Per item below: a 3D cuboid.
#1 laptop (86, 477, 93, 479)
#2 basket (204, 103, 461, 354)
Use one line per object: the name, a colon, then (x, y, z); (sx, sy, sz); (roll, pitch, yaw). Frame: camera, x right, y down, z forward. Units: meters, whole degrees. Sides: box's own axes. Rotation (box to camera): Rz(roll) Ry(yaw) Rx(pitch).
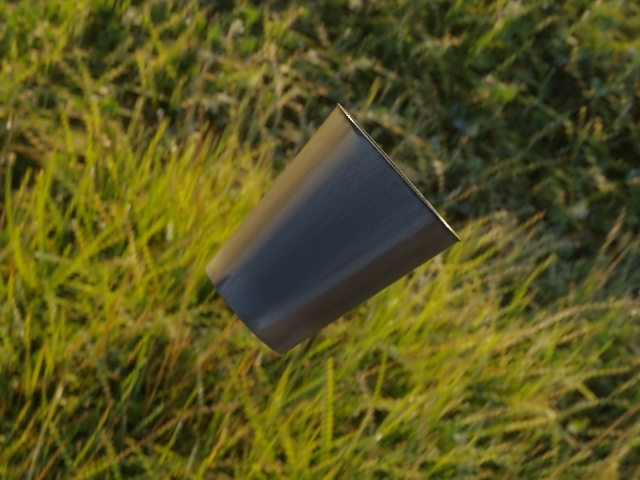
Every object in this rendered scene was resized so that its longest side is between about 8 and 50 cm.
laptop: (-0.153, 0.493, 1.336); (0.236, 0.408, 0.382); (-30, 39, -16)
basket: (0.000, 0.000, 1.724); (0.227, 0.154, 0.204); (-41, 66, 5)
